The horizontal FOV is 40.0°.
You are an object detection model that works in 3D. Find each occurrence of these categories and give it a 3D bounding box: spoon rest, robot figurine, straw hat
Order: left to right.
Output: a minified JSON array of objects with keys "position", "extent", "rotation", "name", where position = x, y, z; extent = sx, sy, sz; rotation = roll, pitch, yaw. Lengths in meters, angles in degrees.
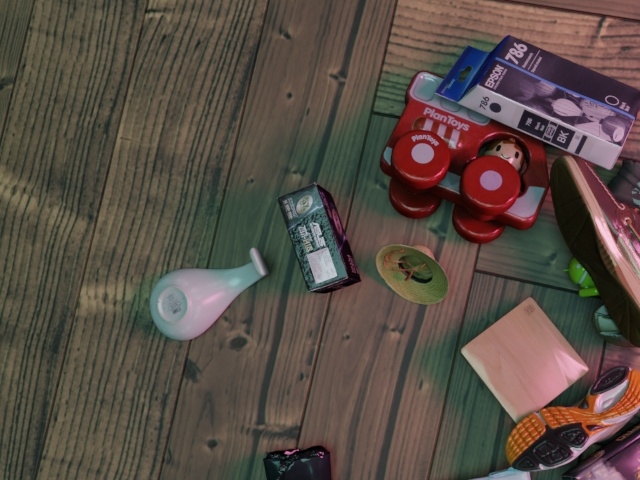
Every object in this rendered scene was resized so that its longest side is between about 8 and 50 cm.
[{"position":[-0.209,0.096,1.670],"extent":[0.276,0.084,0.137],"rotation":[-26,79,22],"name":"spoon rest"},{"position":[0.177,0.043,1.591],"extent":[0.144,0.145,0.061],"rotation":[26,49,12],"name":"straw hat"},{"position":[0.483,0.059,1.526],"extent":[0.115,0.067,0.101],"rotation":[26,68,12],"name":"robot figurine"}]

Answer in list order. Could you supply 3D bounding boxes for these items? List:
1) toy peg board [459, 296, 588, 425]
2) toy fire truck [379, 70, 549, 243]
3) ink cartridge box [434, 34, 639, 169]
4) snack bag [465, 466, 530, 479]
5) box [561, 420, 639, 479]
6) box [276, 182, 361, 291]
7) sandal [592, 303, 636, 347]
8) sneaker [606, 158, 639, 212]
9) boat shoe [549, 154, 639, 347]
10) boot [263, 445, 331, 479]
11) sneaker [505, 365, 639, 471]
[{"position":[0.350,0.214,1.547],"extent":[0.160,0.079,0.161],"rotation":[-36,80,-9],"name":"toy peg board"},{"position":[0.263,-0.155,1.554],"extent":[0.302,0.169,0.254],"rotation":[22,71,12],"name":"toy fire truck"},{"position":[0.383,-0.257,1.535],"extent":[0.332,0.065,0.165],"rotation":[25,54,13],"name":"ink cartridge box"},{"position":[0.243,0.582,1.512],"extent":[0.323,0.037,0.343],"rotation":[-18,75,23],"name":"snack bag"},{"position":[0.633,0.464,1.416],"extent":[0.318,0.097,0.395],"rotation":[-31,80,-6],"name":"box"},{"position":[0.000,0.000,1.590],"extent":[0.077,0.147,0.180],"rotation":[-20,81,9],"name":"box"},{"position":[0.573,0.125,1.512],"extent":[0.219,0.060,0.090],"rotation":[-17,88,-5],"name":"sandal"},{"position":[0.601,-0.011,1.502],"extent":[0.286,0.109,0.130],"rotation":[43,104,18],"name":"sneaker"},{"position":[0.499,0.002,1.452],"extent":[0.123,0.123,0.342],"rotation":[-22,74,-13],"name":"boat shoe"},{"position":[0.009,0.475,1.562],"extent":[0.246,0.094,0.207],"rotation":[-4,87,27],"name":"boot"},{"position":[0.437,0.320,1.483],"extent":[0.262,0.121,0.099],"rotation":[-30,55,2],"name":"sneaker"}]
